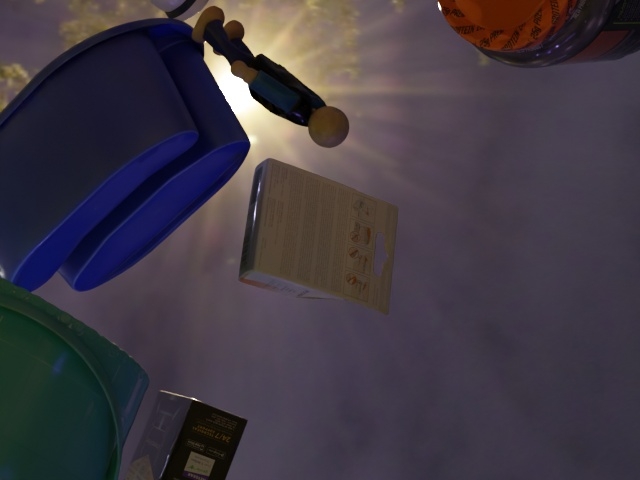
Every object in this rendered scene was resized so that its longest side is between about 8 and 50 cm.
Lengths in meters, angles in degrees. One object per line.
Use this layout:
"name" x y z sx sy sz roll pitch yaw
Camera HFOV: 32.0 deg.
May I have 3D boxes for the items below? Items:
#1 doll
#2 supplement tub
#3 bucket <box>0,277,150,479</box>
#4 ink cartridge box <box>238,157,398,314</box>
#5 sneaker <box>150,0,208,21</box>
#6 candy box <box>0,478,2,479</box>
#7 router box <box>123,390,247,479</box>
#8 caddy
"doll" -0.044 -0.145 1.029 0.189 0.129 0.046 44 -79 28
"supplement tub" 0.159 -0.174 0.741 0.117 0.190 0.117 7 -77 32
"bucket" -0.283 0.140 0.892 0.281 0.281 0.183 8 -116 40
"ink cartridge box" 0.000 0.000 1.278 0.045 0.179 0.145 -30 -133 52
"sneaker" -0.162 -0.389 1.422 0.090 0.095 0.235 -18 -136 43
"candy box" -0.224 0.106 0.359 0.165 0.196 0.070 41 -16 6
"router box" -0.205 0.331 1.496 0.243 0.081 0.309 -69 -167 -10
"caddy" -0.245 -0.092 1.190 0.341 0.241 0.179 -40 -106 18
